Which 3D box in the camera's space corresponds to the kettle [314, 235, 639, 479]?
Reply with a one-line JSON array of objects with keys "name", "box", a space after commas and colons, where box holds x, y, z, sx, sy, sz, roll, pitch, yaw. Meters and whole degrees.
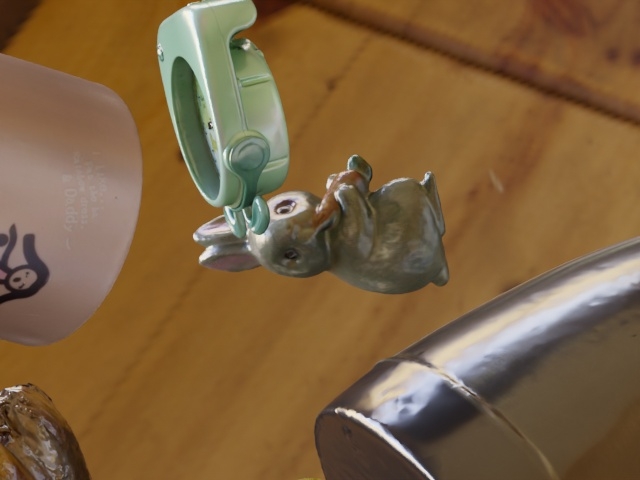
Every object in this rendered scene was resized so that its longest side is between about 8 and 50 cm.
[{"name": "kettle", "box": [0.166, 0.082, 0.859, 0.271, 0.251, 0.207, -34, 84, -19]}]

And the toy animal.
[{"name": "toy animal", "box": [0.005, -0.001, 1.747, 0.236, 0.108, 0.138, -14, 89, -5]}]

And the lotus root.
[{"name": "lotus root", "box": [-0.236, 0.282, 1.630, 0.167, 0.329, 0.078, -39, 40, -27]}]

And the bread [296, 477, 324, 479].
[{"name": "bread", "box": [0.018, 0.251, 1.383, 0.251, 0.174, 0.133, -24, 52, 58]}]

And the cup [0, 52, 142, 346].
[{"name": "cup", "box": [-0.273, -0.017, 1.276, 0.253, 0.200, 0.191, -54, 44, 21]}]

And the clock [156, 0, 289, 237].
[{"name": "clock", "box": [-0.073, -0.095, 1.488, 0.060, 0.148, 0.189, -15, 95, -18]}]
